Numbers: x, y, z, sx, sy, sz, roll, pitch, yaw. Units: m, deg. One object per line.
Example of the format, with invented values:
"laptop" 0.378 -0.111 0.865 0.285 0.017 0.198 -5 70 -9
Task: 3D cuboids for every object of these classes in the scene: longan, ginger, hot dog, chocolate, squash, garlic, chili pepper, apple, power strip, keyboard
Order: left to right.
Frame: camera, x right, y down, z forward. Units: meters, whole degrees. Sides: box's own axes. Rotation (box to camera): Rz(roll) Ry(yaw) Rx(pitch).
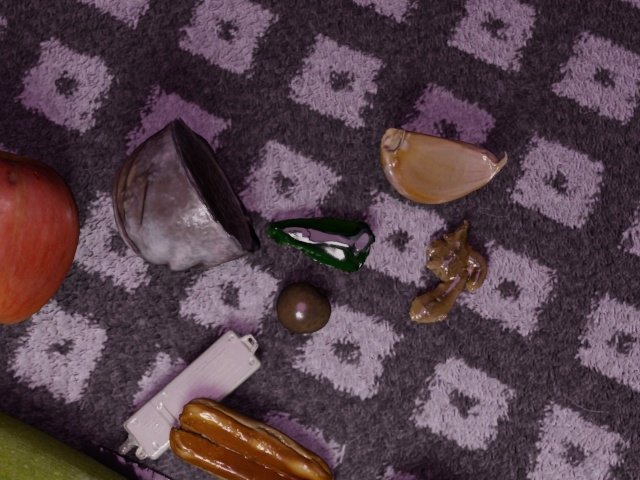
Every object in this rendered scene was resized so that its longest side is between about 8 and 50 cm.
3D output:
"apple" -0.631 -0.012 1.804 0.363 0.364 0.364 0 81 -2
"squash" -0.536 0.474 1.778 0.384 0.263 0.263 28 81 2
"keyboard" -0.378 0.460 1.911 0.196 0.015 0.074 26 85 2
"chocolate" -0.280 -0.055 1.867 0.213 0.303 0.303 -29 83 10
"power strip" -0.254 0.303 1.917 0.338 0.058 0.098 -41 86 -8
"hot dog" -0.123 0.410 1.877 0.337 0.100 0.135 27 94 -10
"longan" -0.031 0.131 1.935 0.113 0.092 0.113 2 69 -5
"chili pepper" 0.000 0.001 1.973 0.216 0.062 0.108 8 81 1
"garlic" 0.232 -0.154 1.956 0.244 0.164 0.145 8 64 -7
"ginger" 0.245 0.071 1.976 0.214 0.059 0.133 -40 93 -6
